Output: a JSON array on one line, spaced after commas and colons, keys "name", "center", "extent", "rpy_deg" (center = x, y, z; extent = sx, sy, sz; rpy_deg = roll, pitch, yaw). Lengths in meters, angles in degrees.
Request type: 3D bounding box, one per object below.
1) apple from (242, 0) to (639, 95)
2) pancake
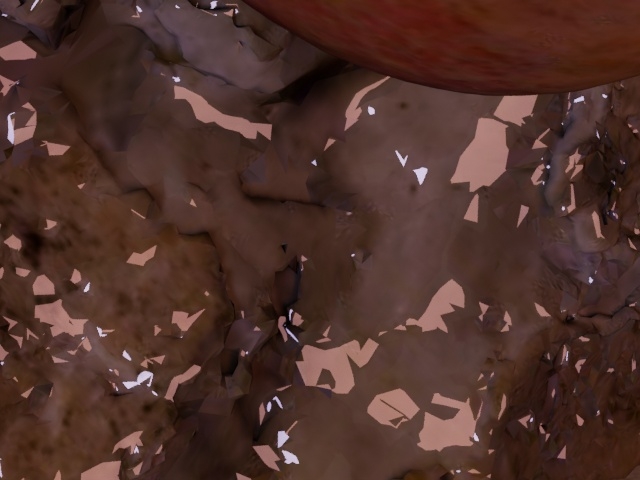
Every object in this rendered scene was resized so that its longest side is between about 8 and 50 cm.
[{"name": "apple", "center": [0.043, -0.134, 0.345], "extent": [0.164, 0.209, 0.209], "rpy_deg": [35, 85, -22]}, {"name": "pancake", "center": [0.000, -0.001, 0.505], "extent": [0.386, 0.082, 0.387], "rpy_deg": [-5, 101, -31]}]
